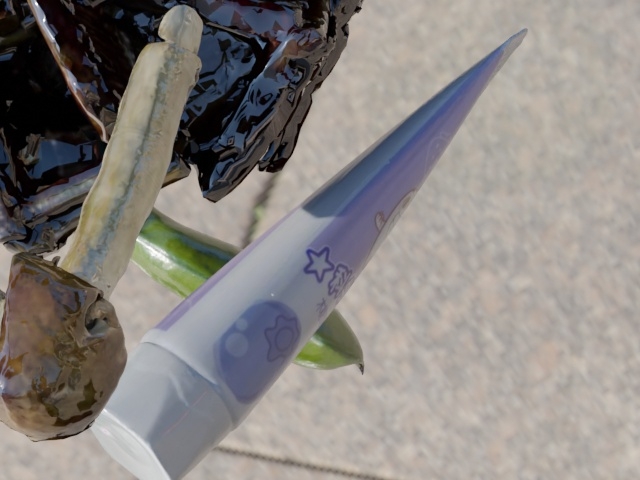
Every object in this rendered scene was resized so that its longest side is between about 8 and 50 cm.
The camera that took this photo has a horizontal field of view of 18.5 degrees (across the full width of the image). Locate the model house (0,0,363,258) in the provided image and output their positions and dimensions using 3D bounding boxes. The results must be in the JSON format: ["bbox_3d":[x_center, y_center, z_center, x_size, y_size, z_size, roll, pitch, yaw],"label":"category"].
[{"bbox_3d":[-0.082,-0.186,1.175,0.283,0.297,0.317,-16,18,6],"label":"model house"}]

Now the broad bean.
[{"bbox_3d":[-0.103,0.008,1.390,0.318,0.098,0.056,32,87,-4],"label":"broad bean"}]

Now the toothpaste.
[{"bbox_3d":[0.000,0.000,1.239,0.080,0.125,0.371,41,65,4],"label":"toothpaste"}]

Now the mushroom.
[{"bbox_3d":[-0.084,-0.010,0.720,0.061,0.060,0.187,18,54,-2],"label":"mushroom"}]
